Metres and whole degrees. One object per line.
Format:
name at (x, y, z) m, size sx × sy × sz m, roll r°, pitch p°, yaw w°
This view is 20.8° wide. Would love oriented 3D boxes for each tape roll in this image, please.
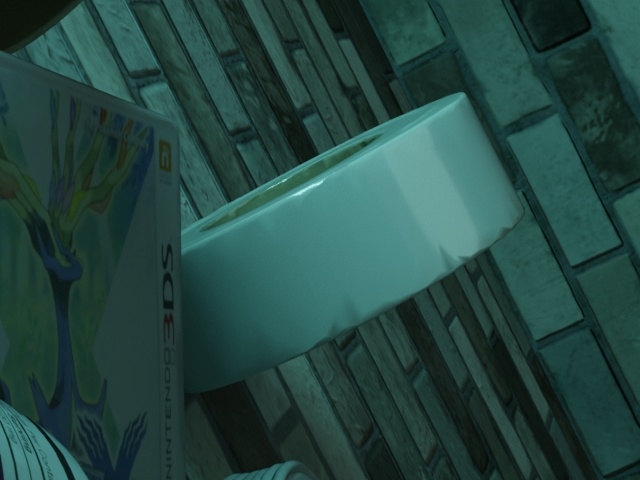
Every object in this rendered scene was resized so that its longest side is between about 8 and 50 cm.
tape roll at (0.000, 0.000, 1.256) m, size 0.100 × 0.286 × 0.286 m, roll 61°, pitch 15°, yaw -6°

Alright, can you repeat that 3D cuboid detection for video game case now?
video game case at (-0.146, 0.059, 0.921) m, size 0.329 × 0.036 × 0.300 m, roll 16°, pitch 72°, yaw -71°

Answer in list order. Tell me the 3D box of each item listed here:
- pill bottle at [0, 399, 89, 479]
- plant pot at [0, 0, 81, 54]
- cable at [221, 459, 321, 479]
pill bottle at (-0.193, 0.108, 0.596) m, size 0.323 × 0.181 × 0.182 m, roll 47°, pitch 22°, yaw -50°
plant pot at (-0.244, -0.247, 0.904) m, size 0.284 × 0.284 × 0.191 m, roll 50°, pitch 4°, yaw -43°
cable at (-0.005, 0.271, 1.156) m, size 0.257 × 0.089 × 0.257 m, roll 29°, pitch 37°, yaw -66°
